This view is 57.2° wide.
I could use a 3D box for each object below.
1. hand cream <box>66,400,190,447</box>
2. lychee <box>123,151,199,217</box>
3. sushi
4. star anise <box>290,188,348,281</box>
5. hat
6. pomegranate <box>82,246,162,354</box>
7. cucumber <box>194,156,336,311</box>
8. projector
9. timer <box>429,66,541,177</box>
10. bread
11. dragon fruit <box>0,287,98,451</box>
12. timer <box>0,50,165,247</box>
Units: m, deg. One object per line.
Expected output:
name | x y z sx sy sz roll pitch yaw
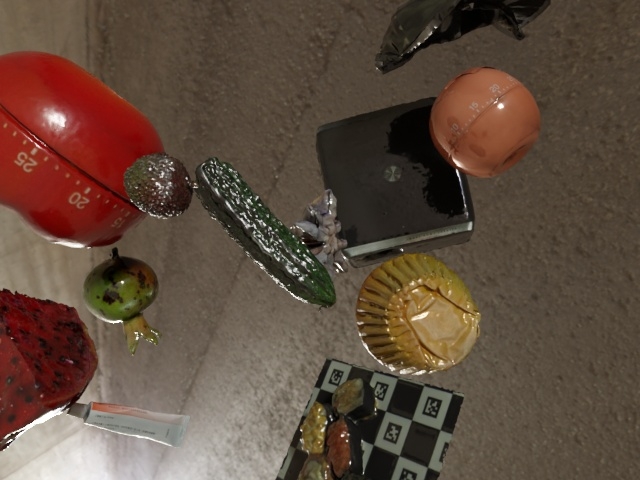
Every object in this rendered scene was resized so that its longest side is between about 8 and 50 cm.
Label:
hand cream | -0.341 0.320 1.050 0.052 0.216 0.038 -59 29 13
lychee | -0.173 -0.059 0.639 0.083 0.067 0.068 7 122 12
sushi | 0.041 0.382 1.031 0.064 0.343 0.359 36 159 -35
star anise | 0.000 0.000 1.359 0.093 0.229 0.236 1 76 31
hat | 0.301 -0.522 1.273 0.381 0.366 0.257 101 150 -67
pomegranate | -0.409 0.131 1.257 0.220 0.156 0.156 56 149 0
cucumber | -0.077 -0.003 0.826 0.265 0.077 0.077 47 148 9
projector | 0.213 -0.161 1.703 0.242 0.395 0.405 46 -148 -75
timer | 0.359 -0.260 1.298 0.215 0.230 0.229 54 149 19
bread | 0.182 0.142 1.107 0.240 0.240 0.139 61 175 -4
dragon fruit | -0.550 0.199 0.945 0.302 0.330 0.240 -98 -14 -82
timer | -0.467 -0.169 1.080 0.378 0.279 0.378 40 -179 -1
